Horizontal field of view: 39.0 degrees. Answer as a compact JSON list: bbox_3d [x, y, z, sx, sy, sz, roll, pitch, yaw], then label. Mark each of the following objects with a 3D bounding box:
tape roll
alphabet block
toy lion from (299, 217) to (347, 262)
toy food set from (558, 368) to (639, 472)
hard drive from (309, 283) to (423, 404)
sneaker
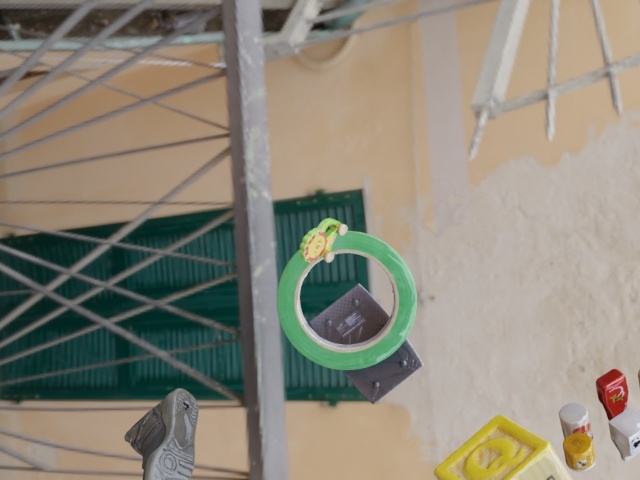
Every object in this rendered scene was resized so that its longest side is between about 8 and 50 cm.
[{"bbox_3d":[0.061,0.137,2.098,0.077,0.322,0.321,-30,114,-87],"label":"tape roll"},{"bbox_3d":[0.379,0.498,1.791,0.193,0.192,0.197,-38,108,-14],"label":"alphabet block"},{"bbox_3d":[0.000,0.000,1.814,0.096,0.034,0.100,22,97,-54],"label":"toy lion"},{"bbox_3d":[0.426,0.255,1.247,0.232,0.111,0.104,-29,123,-14],"label":"toy food set"},{"bbox_3d":[0.111,0.250,2.176,0.254,0.172,0.054,51,-2,17],"label":"hard drive"},{"bbox_3d":[-0.288,0.380,1.595,0.087,0.130,0.227,37,31,-28],"label":"sneaker"}]
